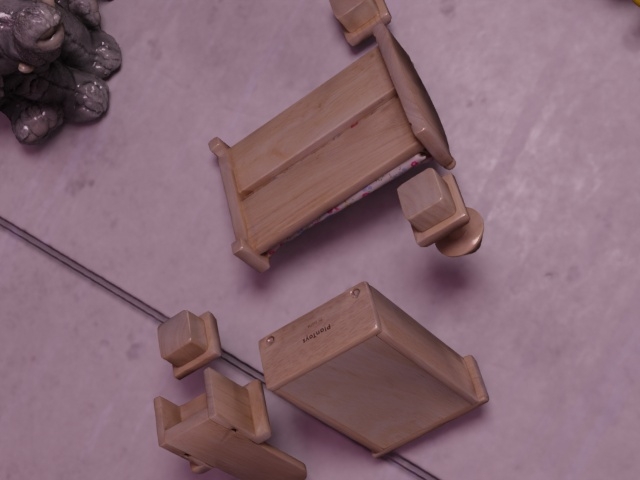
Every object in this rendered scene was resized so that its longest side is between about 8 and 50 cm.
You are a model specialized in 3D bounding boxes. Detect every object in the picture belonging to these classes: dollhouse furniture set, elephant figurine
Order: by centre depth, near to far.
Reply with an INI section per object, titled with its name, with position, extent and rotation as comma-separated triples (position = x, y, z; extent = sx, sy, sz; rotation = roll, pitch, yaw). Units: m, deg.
[elephant figurine]
position = -0.283, -0.190, 0.965
extent = 0.185, 0.239, 0.170
rotation = -20, 79, 9
[dollhouse furniture set]
position = 0.000, 0.000, 0.986
extent = 0.303, 0.174, 0.356
rotation = -31, 48, 19

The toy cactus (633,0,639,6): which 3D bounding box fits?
[toy cactus]
position = 0.342, -0.207, 0.876
extent = 0.219, 0.180, 0.112
rotation = 37, 71, 9
